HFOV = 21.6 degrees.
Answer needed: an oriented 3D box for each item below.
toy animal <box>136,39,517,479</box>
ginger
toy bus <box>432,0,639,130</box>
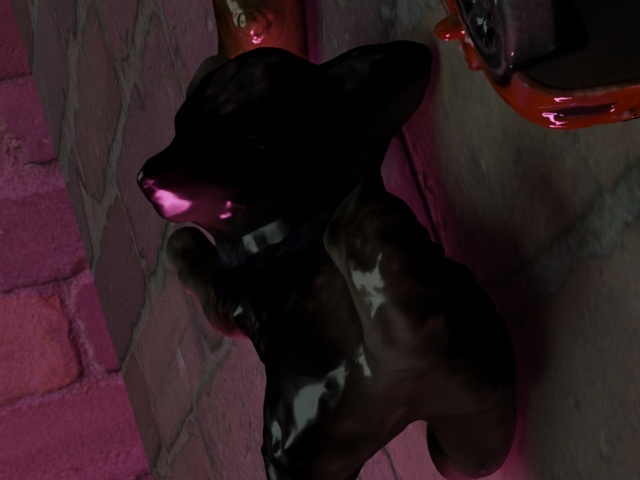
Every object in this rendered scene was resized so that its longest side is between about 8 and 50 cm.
[{"bbox_3d":[0.000,0.000,1.028,0.302,0.194,0.344,86,159,-54],"label":"toy animal"},{"bbox_3d":[-0.047,-0.162,1.251,0.095,0.069,0.190,-130,29,-47],"label":"ginger"},{"bbox_3d":[0.080,-0.182,0.656,0.153,0.143,0.329,85,164,-67],"label":"toy bus"}]
